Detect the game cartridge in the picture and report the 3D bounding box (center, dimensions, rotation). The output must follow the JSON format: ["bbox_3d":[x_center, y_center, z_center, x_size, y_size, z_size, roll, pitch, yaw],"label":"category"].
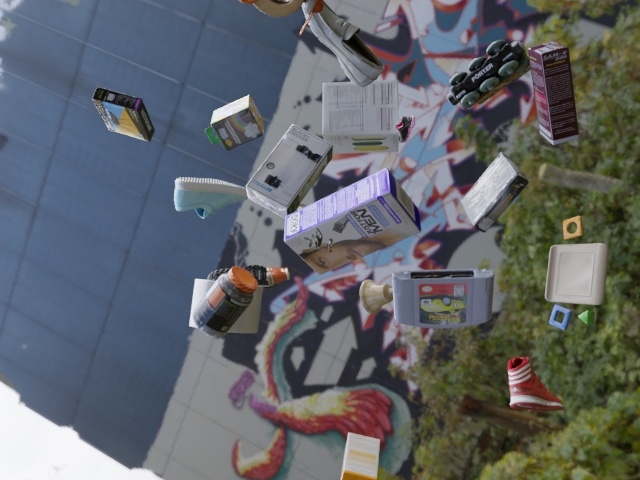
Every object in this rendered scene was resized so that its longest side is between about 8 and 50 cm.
[{"bbox_3d":[0.364,0.176,1.857,0.060,0.293,0.196,-82,-14,-51],"label":"game cartridge"}]

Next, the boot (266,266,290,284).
[{"bbox_3d":[-0.147,0.120,2.193,0.158,0.084,0.059,-136,33,-79],"label":"boot"}]

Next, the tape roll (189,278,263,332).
[{"bbox_3d":[-0.334,0.233,2.212,0.246,0.245,0.169,26,-109,-77],"label":"tape roll"}]

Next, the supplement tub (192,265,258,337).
[{"bbox_3d":[-0.266,0.172,1.760,0.190,0.117,0.117,-50,-8,18],"label":"supplement tub"}]

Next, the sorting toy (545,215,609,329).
[{"bbox_3d":[0.780,0.100,1.884,0.196,0.047,0.348,-2,78,60],"label":"sorting toy"}]

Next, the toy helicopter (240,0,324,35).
[{"bbox_3d":[-0.043,-0.677,1.597,0.235,0.354,0.140,41,-128,-32],"label":"toy helicopter"}]

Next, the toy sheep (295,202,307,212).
[{"bbox_3d":[-0.085,-0.095,2.269,0.091,0.091,0.132,-61,20,-19],"label":"toy sheep"}]

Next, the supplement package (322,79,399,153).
[{"bbox_3d":[0.147,-0.434,2.217,0.199,0.262,0.198,59,-150,-77],"label":"supplement package"}]

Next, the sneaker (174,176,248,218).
[{"bbox_3d":[-0.437,-0.165,2.486,0.365,0.135,0.150,2,-73,-47],"label":"sneaker"}]

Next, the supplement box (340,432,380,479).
[{"bbox_3d":[0.073,0.402,1.130,0.098,0.062,0.036,-71,-7,-62],"label":"supplement box"}]

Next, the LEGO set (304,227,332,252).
[{"bbox_3d":[0.001,0.003,1.350,0.023,0.083,0.054,-12,-51,-44],"label":"LEGO set"}]

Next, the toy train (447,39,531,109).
[{"bbox_3d":[0.637,-0.616,2.343,0.334,0.142,0.190,-37,-22,33],"label":"toy train"}]

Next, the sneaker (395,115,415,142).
[{"bbox_3d":[0.267,-0.363,2.022,0.119,0.057,0.047,107,161,-57],"label":"sneaker"}]

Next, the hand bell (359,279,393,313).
[{"bbox_3d":[0.267,0.176,2.157,0.241,0.126,0.126,-17,25,41],"label":"hand bell"}]

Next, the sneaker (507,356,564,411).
[{"bbox_3d":[0.535,0.354,1.543,0.221,0.087,0.128,24,-123,-48],"label":"sneaker"}]

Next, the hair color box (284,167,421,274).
[{"bbox_3d":[0.087,-0.045,1.741,0.185,0.338,0.110,45,-148,-38],"label":"hair color box"}]

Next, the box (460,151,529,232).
[{"bbox_3d":[0.597,-0.167,2.154,0.231,0.056,0.183,-54,21,25],"label":"box"}]

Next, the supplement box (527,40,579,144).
[{"bbox_3d":[0.607,-0.385,1.623,0.130,0.073,0.240,-84,-22,-66],"label":"supplement box"}]

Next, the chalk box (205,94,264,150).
[{"bbox_3d":[-0.342,-0.450,2.431,0.132,0.212,0.132,-94,-20,-55],"label":"chalk box"}]

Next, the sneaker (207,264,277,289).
[{"bbox_3d":[-0.301,0.166,2.438,0.108,0.271,0.100,89,177,-47],"label":"sneaker"}]

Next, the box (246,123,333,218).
[{"bbox_3d":[-0.101,-0.233,2.086,0.290,0.169,0.087,-55,-14,-21],"label":"box"}]

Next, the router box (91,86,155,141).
[{"bbox_3d":[-0.560,-0.359,1.783,0.179,0.133,0.046,96,-170,-71],"label":"router box"}]

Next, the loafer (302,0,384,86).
[{"bbox_3d":[0.071,-0.611,1.861,0.111,0.319,0.112,-29,19,41],"label":"loafer"}]
